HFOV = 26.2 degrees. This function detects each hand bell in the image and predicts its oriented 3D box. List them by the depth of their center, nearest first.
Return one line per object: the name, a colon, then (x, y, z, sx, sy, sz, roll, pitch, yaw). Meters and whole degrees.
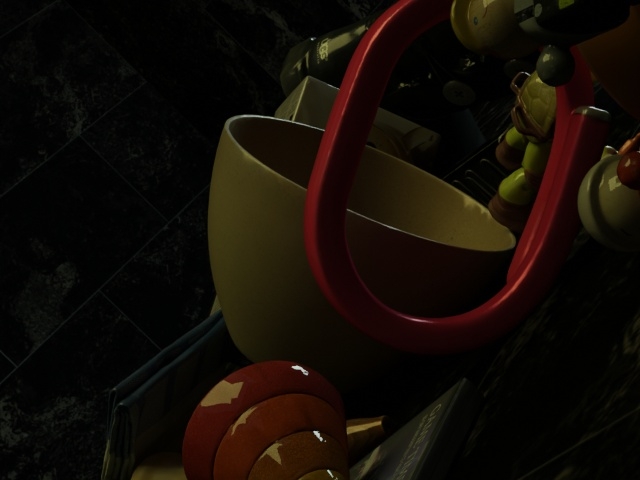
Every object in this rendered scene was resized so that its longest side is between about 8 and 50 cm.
hand bell: (-0.034, 0.197, 1.153, 0.242, 0.126, 0.126, -29, 11, 31)

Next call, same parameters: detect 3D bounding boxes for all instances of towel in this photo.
towel: (-0.148, 0.222, 1.311, 0.209, 0.034, 0.285, -38, -37, -56)

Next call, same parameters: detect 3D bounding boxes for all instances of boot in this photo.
boot: (0.233, -0.201, 1.626, 0.445, 0.367, 0.146, -24, 54, 37)

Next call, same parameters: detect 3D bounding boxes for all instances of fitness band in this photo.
fitness band: (0.103, -0.055, 1.056, 0.054, 0.209, 0.290, -157, 85, -76)

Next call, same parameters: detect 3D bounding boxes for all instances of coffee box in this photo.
coffee box: (0.000, 0.000, 1.470, 0.119, 0.168, 0.297, -39, 30, 63)

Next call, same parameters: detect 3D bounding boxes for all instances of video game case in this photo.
video game case: (-0.008, 0.221, 0.953, 0.274, 0.026, 0.196, -42, 4, 32)

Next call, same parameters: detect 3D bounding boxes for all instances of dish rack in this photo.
dish rack: (0.126, 0.003, 1.554, 0.271, 0.074, 0.208, -47, 3, -26)

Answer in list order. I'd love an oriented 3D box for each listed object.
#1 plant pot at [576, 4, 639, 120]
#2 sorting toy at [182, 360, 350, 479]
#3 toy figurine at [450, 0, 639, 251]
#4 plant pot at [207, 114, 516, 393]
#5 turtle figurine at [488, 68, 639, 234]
plant pot: (0.309, -0.217, 1.070, 0.188, 0.205, 0.205, -23, 16, 37)
sorting toy: (-0.096, 0.250, 0.894, 0.365, 0.127, 0.126, -48, 33, -1)
toy figurine: (0.207, -0.121, 0.816, 0.213, 0.209, 0.148, -46, 13, -29)
plant pot: (0.013, 0.028, 1.275, 0.284, 0.284, 0.191, -56, -11, -74)
turtle figurine: (0.206, -0.099, 1.207, 0.217, 0.087, 0.269, 109, 159, -53)
